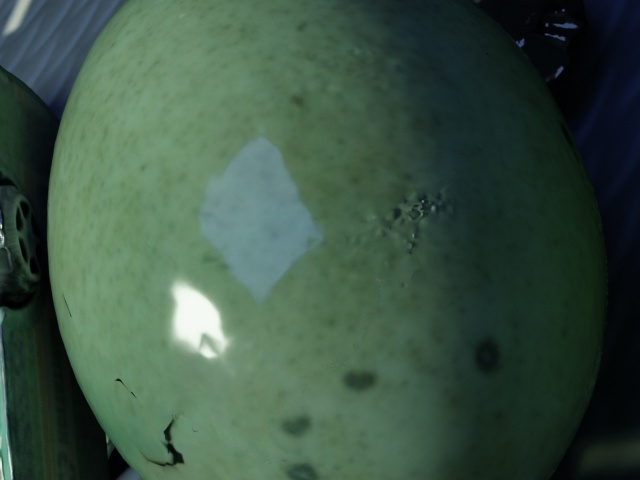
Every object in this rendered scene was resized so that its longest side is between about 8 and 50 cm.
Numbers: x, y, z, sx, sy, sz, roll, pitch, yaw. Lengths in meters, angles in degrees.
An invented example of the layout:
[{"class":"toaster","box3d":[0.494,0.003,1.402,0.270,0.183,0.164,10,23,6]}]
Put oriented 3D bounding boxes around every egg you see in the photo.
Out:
[{"class":"egg","box3d":[0.000,0.000,0.562,0.169,0.169,0.236,-33,36,15]}]

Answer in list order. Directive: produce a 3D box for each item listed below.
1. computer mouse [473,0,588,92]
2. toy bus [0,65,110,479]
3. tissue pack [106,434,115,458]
[{"class":"computer mouse","box3d":[0.031,-0.074,0.708,0.172,0.057,0.099,9,58,35]},{"class":"toy bus","box3d":[-0.116,0.073,0.575,0.091,0.109,0.261,-10,73,15]},{"class":"tissue pack","box3d":[-0.197,0.058,0.772,0.177,0.089,0.263,-45,38,2]}]
